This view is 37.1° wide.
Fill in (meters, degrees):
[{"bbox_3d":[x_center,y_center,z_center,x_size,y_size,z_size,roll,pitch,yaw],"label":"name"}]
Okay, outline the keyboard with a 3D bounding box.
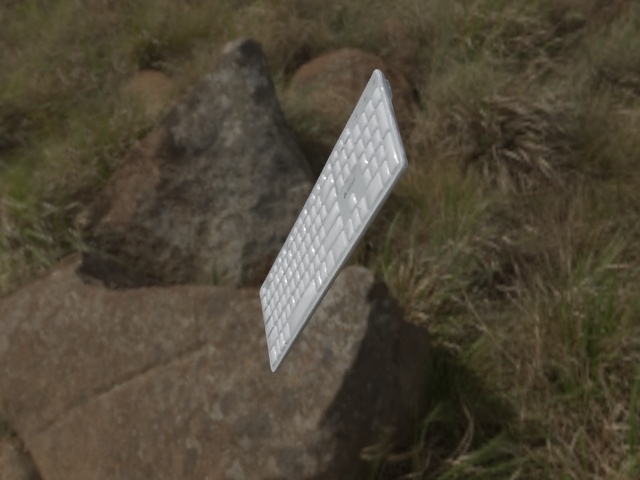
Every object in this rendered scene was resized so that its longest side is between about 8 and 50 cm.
[{"bbox_3d":[0.000,0.000,0.627,0.014,0.256,0.072,7,55,-17],"label":"keyboard"}]
